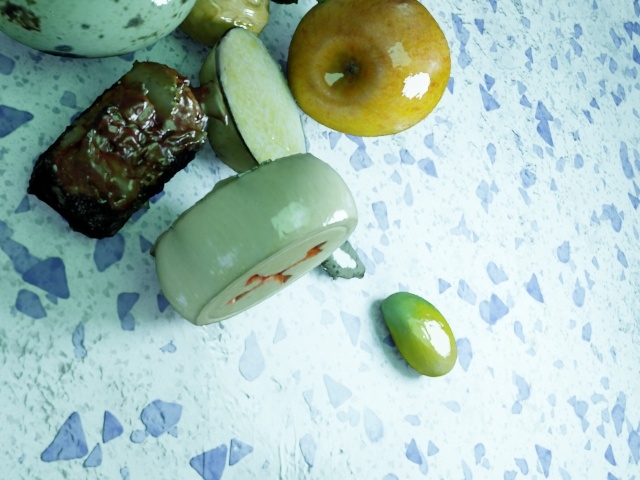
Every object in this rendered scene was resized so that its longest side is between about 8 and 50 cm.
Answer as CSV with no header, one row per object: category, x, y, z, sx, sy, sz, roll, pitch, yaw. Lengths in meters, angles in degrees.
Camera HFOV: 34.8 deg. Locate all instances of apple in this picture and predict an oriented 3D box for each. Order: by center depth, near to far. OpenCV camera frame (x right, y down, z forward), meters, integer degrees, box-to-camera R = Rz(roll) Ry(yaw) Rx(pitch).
apple,0.086,-0.334,1.937,0.275,0.299,0.299,-27,94,-59

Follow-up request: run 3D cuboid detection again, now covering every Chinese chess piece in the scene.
Chinese chess piece,-0.102,-0.001,1.625,0.338,0.338,0.141,-21,75,-45

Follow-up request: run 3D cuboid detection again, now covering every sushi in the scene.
sushi,-0.290,-0.150,1.610,0.196,0.182,0.343,51,51,-19

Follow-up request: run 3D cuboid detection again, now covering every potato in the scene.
potato,-0.135,-0.226,1.814,0.299,0.116,0.239,63,35,-26

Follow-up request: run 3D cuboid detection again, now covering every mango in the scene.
mango,0.194,0.181,2.013,0.194,0.092,0.130,44,52,-12

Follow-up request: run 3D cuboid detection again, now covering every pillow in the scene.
pillow,0.000,0.001,1.917,0.241,0.051,0.093,49,49,-22

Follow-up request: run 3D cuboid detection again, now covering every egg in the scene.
egg,-0.351,-0.422,1.577,0.379,0.287,0.288,-34,99,-32

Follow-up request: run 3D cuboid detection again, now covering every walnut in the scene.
walnut,-0.180,-0.425,1.828,0.206,0.159,0.159,11,68,-44

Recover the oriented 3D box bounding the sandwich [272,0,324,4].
sandwich,-0.098,-0.558,1.936,0.250,0.162,0.301,36,22,-19
